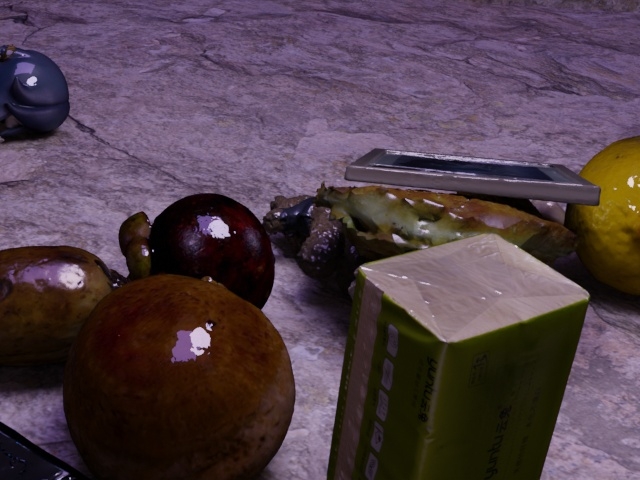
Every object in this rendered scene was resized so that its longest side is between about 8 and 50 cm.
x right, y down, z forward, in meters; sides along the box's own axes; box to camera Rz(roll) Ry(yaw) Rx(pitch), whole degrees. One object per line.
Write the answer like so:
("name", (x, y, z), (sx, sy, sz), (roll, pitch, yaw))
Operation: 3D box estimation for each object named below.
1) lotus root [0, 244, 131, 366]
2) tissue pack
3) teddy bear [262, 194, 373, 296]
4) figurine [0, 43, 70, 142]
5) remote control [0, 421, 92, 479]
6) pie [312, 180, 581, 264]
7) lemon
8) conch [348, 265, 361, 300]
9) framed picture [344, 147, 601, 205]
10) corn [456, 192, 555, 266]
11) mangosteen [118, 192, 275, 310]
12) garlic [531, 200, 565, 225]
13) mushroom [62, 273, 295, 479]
("lotus root", (-0.364, 0.080, 1.211), (0.314, 0.169, 0.142), (-3, 69, -12))
("tissue pack", (0.136, 0.160, 1.031), (0.200, 0.275, 0.167), (-12, 32, -32))
("teddy bear", (0.013, -0.016, 1.513), (0.182, 0.129, 0.251), (32, 5, -35))
("figurine", (-0.603, -0.263, 1.848), (0.265, 0.197, 0.175), (-15, 58, -42))
("remote control", (-0.294, 0.261, 0.985), (0.398, 0.062, 0.144), (21, 31, 27))
("pie", (0.167, -0.007, 1.338), (0.354, 0.103, 0.288), (9, -5, 10))
("lemon", (0.503, -0.038, 1.517), (0.260, 0.261, 0.284), (6, 27, 0))
("conch", (0.145, 0.115, 1.265), (0.210, 0.159, 0.291), (1, -5, 27))
("framed picture", (0.218, -0.101, 1.465), (0.325, 0.028, 0.446), (6, 8, 6))
("corn", (0.312, -0.039, 1.655), (0.101, 0.102, 0.313), (-1, 31, -13))
("mangosteen", (-0.159, 0.034, 1.313), (0.209, 0.210, 0.210), (4, 27, -2))
("garlic", (0.404, -0.055, 1.760), (0.041, 0.053, 0.083), (-49, 50, -3))
("mushroom", (-0.153, 0.142, 1.102), (0.263, 0.195, 0.283), (6, 26, 13))
